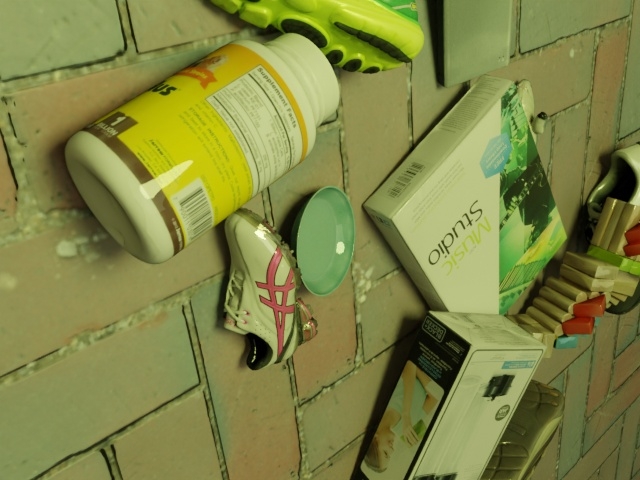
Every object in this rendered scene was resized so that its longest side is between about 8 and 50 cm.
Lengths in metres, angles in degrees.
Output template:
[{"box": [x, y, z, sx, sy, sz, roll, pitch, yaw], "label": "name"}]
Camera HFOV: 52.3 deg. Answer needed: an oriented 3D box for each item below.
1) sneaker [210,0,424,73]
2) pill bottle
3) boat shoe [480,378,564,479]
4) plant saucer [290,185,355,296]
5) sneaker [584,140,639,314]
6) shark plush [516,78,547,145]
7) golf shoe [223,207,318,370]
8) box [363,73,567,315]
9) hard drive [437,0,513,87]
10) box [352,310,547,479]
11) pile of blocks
[{"box": [-0.024, -0.249, 0.558, 0.296, 0.109, 0.123, 22, 63, -42], "label": "sneaker"}, {"box": [-0.086, -0.085, 0.533, 0.215, 0.117, 0.117, -40, 130, -26], "label": "pill bottle"}, {"box": [0.291, 0.375, 1.072, 0.355, 0.132, 0.130, -30, 125, -31], "label": "boat shoe"}, {"box": [0.000, 0.000, 0.702, 0.119, 0.021, 0.119, -15, 108, -56], "label": "plant saucer"}, {"box": [0.528, -0.018, 1.171, 0.146, 0.122, 0.330, -4, 111, -24], "label": "sneaker"}, {"box": [0.293, -0.143, 0.925, 0.161, 0.073, 0.067, 63, 31, -33], "label": "shark plush"}, {"box": [-0.061, 0.055, 0.649, 0.086, 0.067, 0.186, -37, 129, -26], "label": "golf shoe"}, {"box": [0.211, -0.023, 0.871, 0.232, 0.058, 0.322, -48, 135, -10], "label": "box"}, {"box": [0.179, -0.255, 0.756, 0.094, 0.022, 0.135, -22, 132, -14], "label": "hard drive"}, {"box": [0.172, 0.244, 0.891, 0.169, 0.087, 0.289, 9, 110, -39], "label": "box"}, {"box": [0.447, 0.093, 1.050, 0.149, 0.112, 0.362, 40, 92, -21], "label": "pile of blocks"}]
